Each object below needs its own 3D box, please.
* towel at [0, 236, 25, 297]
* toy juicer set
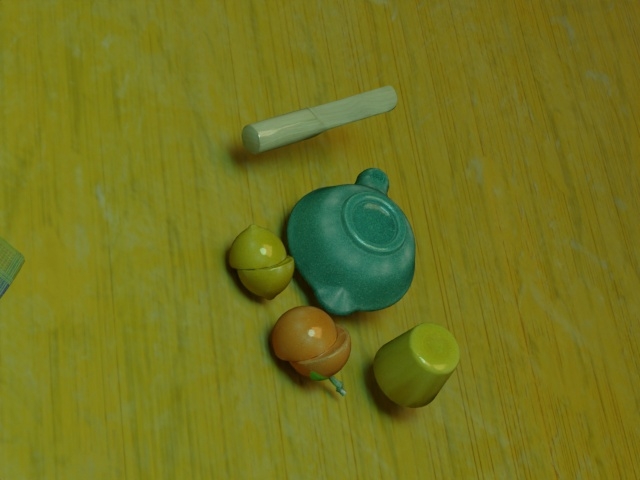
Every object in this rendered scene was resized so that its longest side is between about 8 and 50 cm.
[{"bbox_3d":[-0.266,0.020,1.347,0.060,0.009,0.083,43,37,-17],"label":"towel"},{"bbox_3d":[0.000,0.000,1.626,0.209,0.089,0.329,3,60,-27],"label":"toy juicer set"}]
